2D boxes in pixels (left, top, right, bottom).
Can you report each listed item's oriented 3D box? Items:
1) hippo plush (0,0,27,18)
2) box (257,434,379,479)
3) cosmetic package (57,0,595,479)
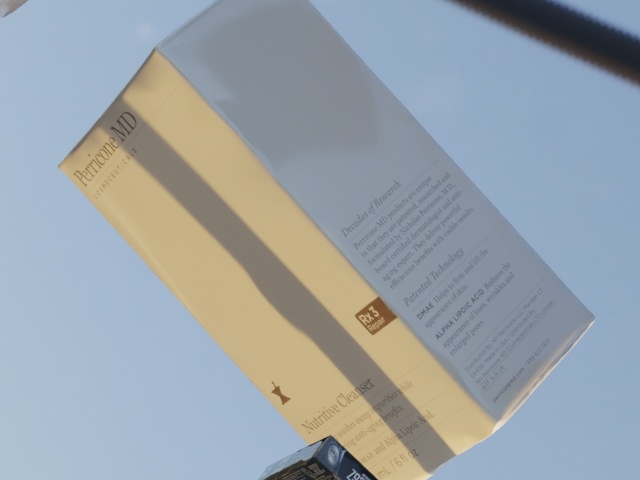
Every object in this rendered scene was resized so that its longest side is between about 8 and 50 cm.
[{"bbox_3d":[-0.257,-0.255,1.013,0.236,0.234,0.294,16,-43,15],"label":"hippo plush"},{"bbox_3d":[0.006,0.151,1.162,0.067,0.018,0.083,44,-33,-7],"label":"box"},{"bbox_3d":[0.000,0.000,1.565,0.385,0.156,0.217,46,-38,0],"label":"cosmetic package"}]
